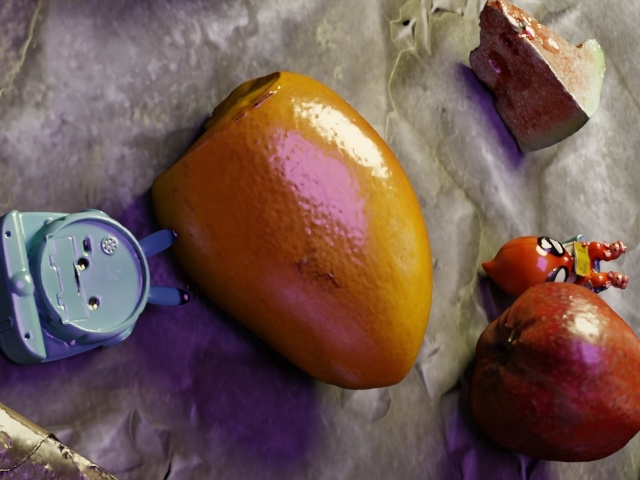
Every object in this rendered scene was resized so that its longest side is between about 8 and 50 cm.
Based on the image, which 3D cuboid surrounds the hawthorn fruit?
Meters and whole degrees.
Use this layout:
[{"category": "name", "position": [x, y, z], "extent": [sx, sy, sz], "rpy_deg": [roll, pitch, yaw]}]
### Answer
[{"category": "hawthorn fruit", "position": [0.240, 0.133, 1.168], "extent": [0.203, 0.162, 0.163], "rpy_deg": [26, 60, -20]}]

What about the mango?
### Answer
[{"category": "mango", "position": [0.000, 0.000, 1.025], "extent": [0.257, 0.138, 0.187], "rpy_deg": [46, 64, -12]}]

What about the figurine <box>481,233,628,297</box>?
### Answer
[{"category": "figurine", "position": [0.223, 0.025, 1.252], "extent": [0.140, 0.075, 0.068], "rpy_deg": [4, 75, -29]}]

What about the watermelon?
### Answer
[{"category": "watermelon", "position": [0.210, -0.155, 1.288], "extent": [0.158, 0.098, 0.121], "rpy_deg": [21, 49, -39]}]

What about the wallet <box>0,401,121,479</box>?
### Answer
[{"category": "wallet", "position": [-0.231, 0.160, 0.846], "extent": [0.232, 0.031, 0.122], "rpy_deg": [37, 57, -26]}]

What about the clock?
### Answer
[{"category": "clock", "position": [-0.166, 0.027, 0.932], "extent": [0.147, 0.045, 0.108], "rpy_deg": [-8, 83, -39]}]
